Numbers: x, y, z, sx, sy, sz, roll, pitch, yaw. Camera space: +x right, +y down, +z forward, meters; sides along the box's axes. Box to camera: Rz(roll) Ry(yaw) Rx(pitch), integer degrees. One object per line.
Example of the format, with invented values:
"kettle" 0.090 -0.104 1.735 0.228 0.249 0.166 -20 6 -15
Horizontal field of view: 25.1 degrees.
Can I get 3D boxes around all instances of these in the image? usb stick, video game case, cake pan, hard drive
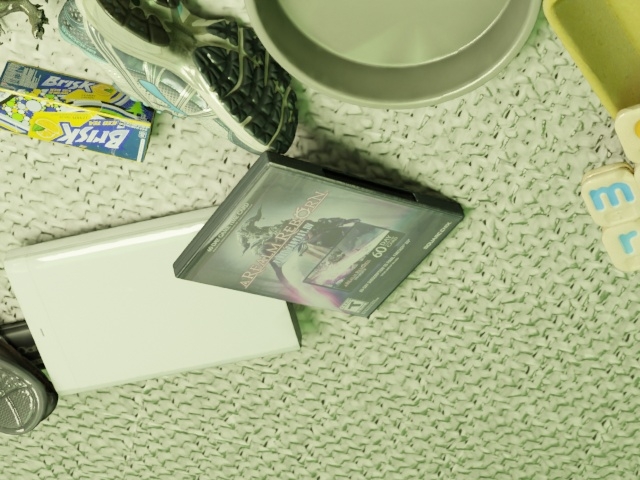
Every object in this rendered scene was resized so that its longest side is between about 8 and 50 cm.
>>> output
"usb stick" -0.334 0.125 1.808 0.278 0.045 0.077 -13 123 17
"video game case" 0.000 0.000 1.603 0.274 0.026 0.196 13 133 -36
"cake pan" 0.071 -0.260 1.409 0.293 0.054 0.293 3 132 3
"hard drive" -0.195 0.071 1.706 0.307 0.040 0.203 -11 121 8

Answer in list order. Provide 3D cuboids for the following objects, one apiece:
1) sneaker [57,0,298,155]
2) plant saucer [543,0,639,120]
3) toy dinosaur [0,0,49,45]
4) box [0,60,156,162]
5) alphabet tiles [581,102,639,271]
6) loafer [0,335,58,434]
"sneaker" -0.146 -0.180 1.492 0.283 0.110 0.122 38 143 -23
"plant saucer" 0.435 -0.206 1.404 0.333 0.081 0.333 -24 125 25
"toy dinosaur" -0.333 -0.264 1.446 0.118 0.064 0.268 9 129 7
"box" -0.265 -0.139 1.554 0.169 0.054 0.059 14 132 -6
"alphabet tiles" 0.420 -0.055 1.475 0.284 0.021 0.278 -17 129 20
"loafer" -0.454 0.133 1.766 0.302 0.095 0.109 35 100 7
